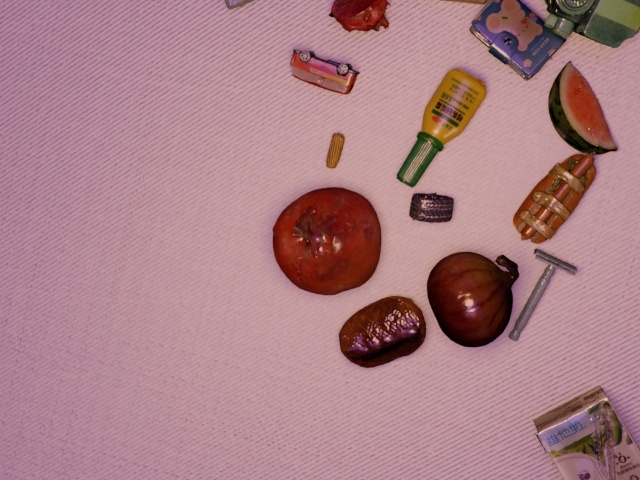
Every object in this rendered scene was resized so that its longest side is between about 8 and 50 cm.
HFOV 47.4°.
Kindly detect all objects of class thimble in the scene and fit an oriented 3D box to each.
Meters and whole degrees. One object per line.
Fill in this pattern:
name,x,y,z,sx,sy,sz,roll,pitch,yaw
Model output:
thimble,0.273,-0.081,1.804,0.104,0.095,0.066,-2,106,-26

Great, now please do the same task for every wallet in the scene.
wallet,0.469,-0.495,1.760,0.202,0.059,0.141,42,92,2

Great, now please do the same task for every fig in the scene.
fig,0.362,0.140,1.730,0.214,0.235,0.235,-7,93,5

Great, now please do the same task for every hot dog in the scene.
hot dog,0.571,-0.106,1.765,0.109,0.072,0.269,38,100,2
hot dog,0.157,0.233,1.838,0.227,0.099,0.160,-20,91,11

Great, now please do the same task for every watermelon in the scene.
watermelon,0.621,-0.305,1.754,0.119,0.063,0.245,-26,84,-9

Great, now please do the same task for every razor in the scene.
razor,0.529,0.145,1.798,0.106,0.068,0.232,25,102,7

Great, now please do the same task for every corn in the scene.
corn,0.037,-0.228,1.856,0.037,0.037,0.092,18,99,7

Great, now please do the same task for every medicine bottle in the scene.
medicine bottle,0.288,-0.270,1.795,0.111,0.076,0.309,32,99,6

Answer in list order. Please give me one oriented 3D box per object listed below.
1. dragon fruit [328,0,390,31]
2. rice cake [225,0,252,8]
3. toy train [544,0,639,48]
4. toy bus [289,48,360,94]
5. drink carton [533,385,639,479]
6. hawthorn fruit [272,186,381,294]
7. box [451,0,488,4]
dragon fruit,0.108,-0.554,1.797,0.153,0.153,0.111,-30,130,10
rice cake,-0.145,-0.663,1.850,0.221,0.042,0.080,-18,87,11
toy train,0.647,-0.594,1.659,0.238,0.167,0.299,23,112,-4
toy bus,0.006,-0.423,1.829,0.174,0.079,0.077,20,106,7
drink carton,0.683,0.547,1.763,0.194,0.132,0.324,-31,87,10
hawthorn fruit,0.000,0.000,1.749,0.276,0.307,0.276,0,89,22
box,0.335,-0.688,1.748,0.168,0.095,0.212,9,96,10
